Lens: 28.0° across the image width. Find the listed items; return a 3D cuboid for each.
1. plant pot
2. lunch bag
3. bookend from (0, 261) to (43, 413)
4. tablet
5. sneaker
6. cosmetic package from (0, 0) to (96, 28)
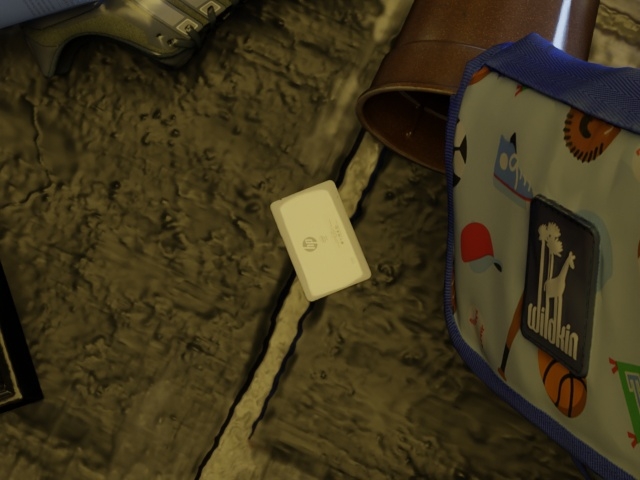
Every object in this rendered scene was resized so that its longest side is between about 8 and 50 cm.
[{"bbox_3d":[0.128,-0.145,0.948,0.167,0.167,0.165,18,76,2],"label":"plant pot"},{"bbox_3d":[0.243,0.067,0.765,0.239,0.328,0.385,-37,118,-6],"label":"lunch bag"},{"bbox_3d":[-0.309,0.070,0.957,0.156,0.072,0.157,-18,83,-2],"label":"bookend"},{"bbox_3d":[0.000,0.000,1.000,0.054,0.006,0.083,-22,83,-3],"label":"tablet"},{"bbox_3d":[-0.094,-0.195,0.985,0.299,0.111,0.121,-8,93,4],"label":"sneaker"},{"bbox_3d":[-0.335,-0.316,0.900,0.284,0.097,0.377,-16,81,-4],"label":"cosmetic package"}]
